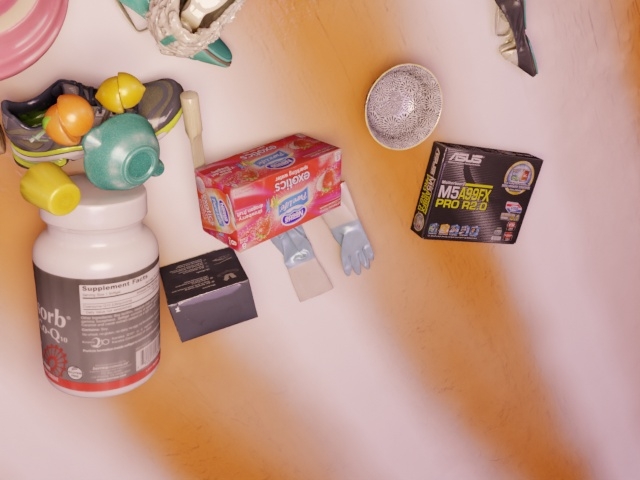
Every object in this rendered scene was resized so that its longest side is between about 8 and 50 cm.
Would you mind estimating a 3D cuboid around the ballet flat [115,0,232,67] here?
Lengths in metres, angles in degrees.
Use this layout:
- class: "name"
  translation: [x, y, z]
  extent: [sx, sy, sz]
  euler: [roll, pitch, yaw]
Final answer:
- class: "ballet flat"
  translation: [-0.262, -0.366, 1.001]
  extent: [0.087, 0.083, 0.247]
  euler: [-34, 125, 25]

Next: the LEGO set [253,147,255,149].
- class: "LEGO set"
  translation: [-0.108, -0.148, 1.186]
  extent: [0.083, 0.023, 0.054]
  euler: [12, 109, -26]

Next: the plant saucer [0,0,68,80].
- class: "plant saucer"
  translation: [-0.512, -0.381, 0.804]
  extent: [0.332, 0.084, 0.331]
  euler: [1, 89, -31]

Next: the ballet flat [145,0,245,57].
- class: "ballet flat"
  translation: [-0.112, -0.451, 0.909]
  extent: [0.147, 0.147, 0.408]
  euler: [34, 90, -31]

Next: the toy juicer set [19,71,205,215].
- class: "toy juicer set"
  translation: [-0.303, -0.169, 0.939]
  extent: [0.329, 0.090, 0.209]
  euler: [-23, 137, -50]

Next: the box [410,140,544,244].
- class: "box"
  translation: [0.358, -0.104, 1.373]
  extent: [0.270, 0.060, 0.216]
  euler: [3, 113, -23]

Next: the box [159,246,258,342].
- class: "box"
  translation: [-0.223, 0.102, 1.180]
  extent: [0.156, 0.158, 0.093]
  euler: [-18, 119, -13]

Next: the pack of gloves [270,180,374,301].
- class: "pack of gloves"
  translation: [0.000, 0.000, 1.301]
  extent: [0.195, 0.046, 0.232]
  euler: [-23, 118, 3]

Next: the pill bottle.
- class: "pill bottle"
  translation: [-0.396, 0.078, 1.070]
  extent: [0.210, 0.210, 0.362]
  euler: [-3, 114, -20]

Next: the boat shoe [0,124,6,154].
- class: "boat shoe"
  translation: [-0.581, -0.250, 0.906]
  extent: [0.092, 0.103, 0.285]
  euler: [-24, 126, -16]

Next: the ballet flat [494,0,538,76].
- class: "ballet flat"
  translation: [0.401, -0.425, 1.241]
  extent: [0.074, 0.074, 0.203]
  euler: [-32, 127, -5]

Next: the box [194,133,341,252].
- class: "box"
  translation: [-0.089, -0.096, 1.109]
  extent: [0.257, 0.123, 0.128]
  euler: [-26, 129, -36]

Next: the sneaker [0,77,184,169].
- class: "sneaker"
  translation: [-0.369, -0.208, 0.978]
  extent: [0.300, 0.111, 0.121]
  euler: [-22, 156, -13]

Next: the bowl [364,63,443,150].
- class: "bowl"
  translation: [0.151, -0.274, 1.198]
  extent: [0.170, 0.080, 0.170]
  euler: [-9, 117, -18]
